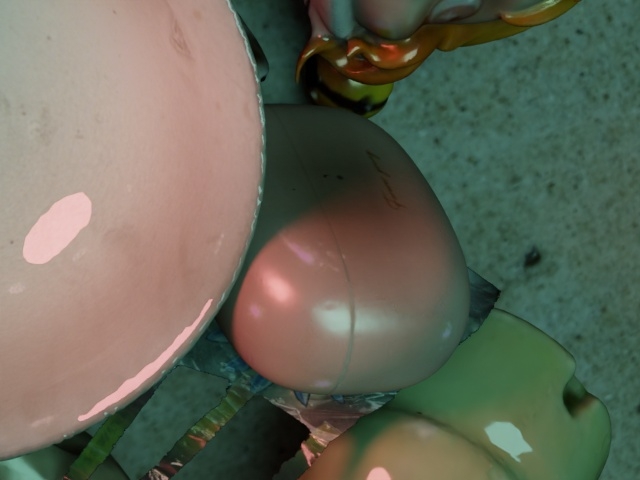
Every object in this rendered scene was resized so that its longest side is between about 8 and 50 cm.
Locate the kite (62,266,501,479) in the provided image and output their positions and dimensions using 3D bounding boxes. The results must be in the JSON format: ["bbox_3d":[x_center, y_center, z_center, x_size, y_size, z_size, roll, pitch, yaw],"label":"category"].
[{"bbox_3d":[-0.027,0.081,0.724,0.310,0.169,0.015,-53,155,-39],"label":"kite"}]

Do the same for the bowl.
[{"bbox_3d":[-0.191,-0.058,0.674,0.313,0.146,0.314,-3,107,-10],"label":"bowl"}]

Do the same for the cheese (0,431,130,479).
[{"bbox_3d":[-0.209,0.182,0.739,0.218,0.117,0.235,-40,109,-11],"label":"cheese"}]

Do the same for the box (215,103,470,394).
[{"bbox_3d":[0.000,0.000,0.731,0.145,0.200,0.088,1,129,-22],"label":"box"}]

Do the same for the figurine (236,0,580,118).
[{"bbox_3d":[0.042,-0.210,0.747,0.323,0.196,0.320,-8,145,-15],"label":"figurine"}]

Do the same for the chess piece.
[{"bbox_3d":[0.001,0.234,0.717,0.234,0.234,0.442,55,52,-21],"label":"chess piece"}]
